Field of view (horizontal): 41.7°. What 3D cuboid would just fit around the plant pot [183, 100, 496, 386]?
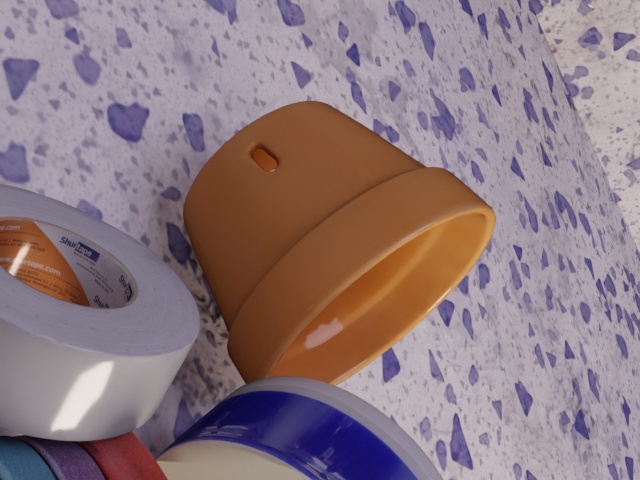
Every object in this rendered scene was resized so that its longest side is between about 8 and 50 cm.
[{"bbox_3d":[0.000,0.000,0.844,0.203,0.291,0.291,50,27,22],"label":"plant pot"}]

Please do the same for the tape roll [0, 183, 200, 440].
[{"bbox_3d":[-0.198,0.043,0.600,0.219,0.072,0.219,29,15,-9],"label":"tape roll"}]

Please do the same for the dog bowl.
[{"bbox_3d":[-0.021,0.253,0.696,0.104,0.265,0.264,-33,102,-53],"label":"dog bowl"}]

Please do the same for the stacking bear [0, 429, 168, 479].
[{"bbox_3d":[-0.244,0.211,0.500,0.289,0.175,0.164,-5,69,-48],"label":"stacking bear"}]
